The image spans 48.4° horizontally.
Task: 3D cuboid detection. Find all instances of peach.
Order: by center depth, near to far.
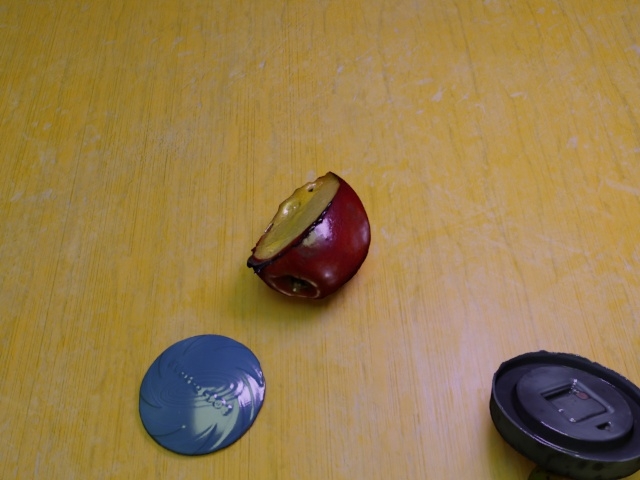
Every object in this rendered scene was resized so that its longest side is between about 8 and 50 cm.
[{"bbox_3d":[0.000,0.000,1.710,0.257,0.201,0.362,-23,29,37],"label":"peach"}]

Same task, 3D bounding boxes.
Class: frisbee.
[{"bbox_3d":[-0.268,0.332,1.591,0.289,0.049,0.290,-3,56,4],"label":"frisbee"}]

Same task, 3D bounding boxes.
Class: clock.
[{"bbox_3d":[0.497,0.339,1.414,0.324,0.067,0.325,4,27,-2],"label":"clock"}]

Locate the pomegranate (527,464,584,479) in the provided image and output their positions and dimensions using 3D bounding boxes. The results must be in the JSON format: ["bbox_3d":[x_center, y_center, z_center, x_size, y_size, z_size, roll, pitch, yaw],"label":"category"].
[{"bbox_3d":[0.489,0.477,1.359,0.220,0.156,0.156,-29,58,-19],"label":"pomegranate"}]
